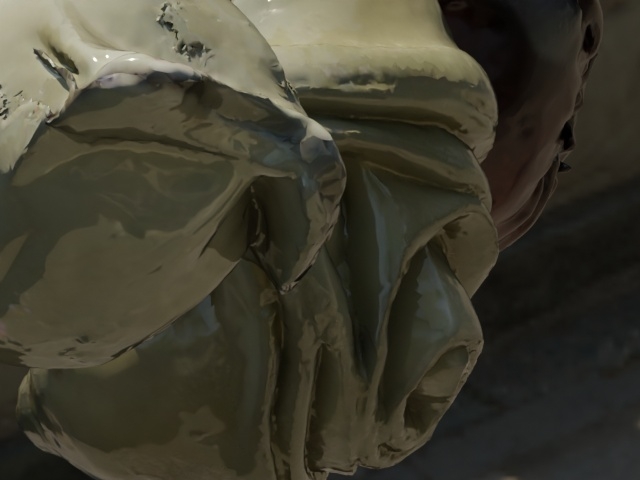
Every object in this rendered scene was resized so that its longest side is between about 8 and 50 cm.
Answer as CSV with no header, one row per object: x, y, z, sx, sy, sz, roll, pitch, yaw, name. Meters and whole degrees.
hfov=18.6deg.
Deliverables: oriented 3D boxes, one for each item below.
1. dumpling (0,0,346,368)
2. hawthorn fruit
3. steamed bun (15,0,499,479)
-0.064,-0.020,0.562,0.199,0.136,0.118,-5,59,60,dumpling
0.050,-0.138,1.432,0.325,0.308,0.308,42,43,5,hawthorn fruit
-0.004,0.007,1.098,0.219,0.310,0.324,32,38,2,steamed bun
